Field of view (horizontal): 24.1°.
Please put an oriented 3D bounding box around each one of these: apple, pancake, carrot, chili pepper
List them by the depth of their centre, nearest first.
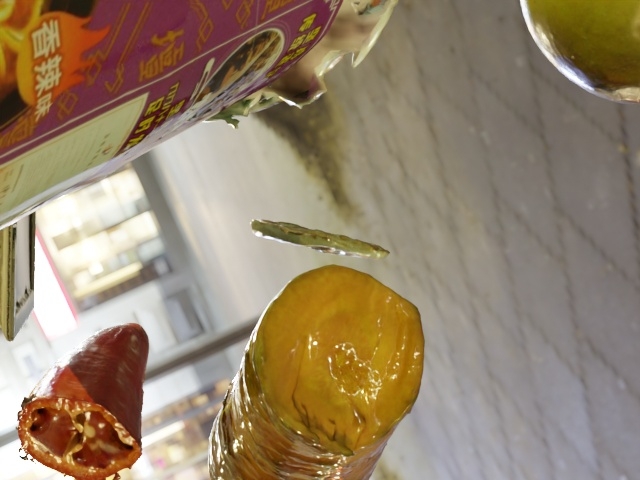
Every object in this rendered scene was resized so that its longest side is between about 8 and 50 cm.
[{"bbox_3d":[-0.007,0.111,0.938,0.114,0.114,0.302,63,164,14],"label":"carrot"},{"bbox_3d":[-0.154,0.101,1.080,0.088,0.065,0.169,26,-155,-4],"label":"chili pepper"},{"bbox_3d":[-0.001,0.000,1.105,0.108,0.108,0.017,171,110,-81],"label":"pancake"},{"bbox_3d":[0.249,-0.210,1.207,0.157,0.196,0.196,24,180,-14],"label":"apple"}]

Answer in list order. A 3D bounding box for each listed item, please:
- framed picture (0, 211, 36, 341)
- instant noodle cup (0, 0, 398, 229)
[{"bbox_3d":[-0.204,-0.090,1.003,0.232,0.019,0.296,-169,81,-82],"label":"framed picture"},{"bbox_3d":[-0.164,-0.135,0.561,0.340,0.266,0.340,18,129,24],"label":"instant noodle cup"}]
